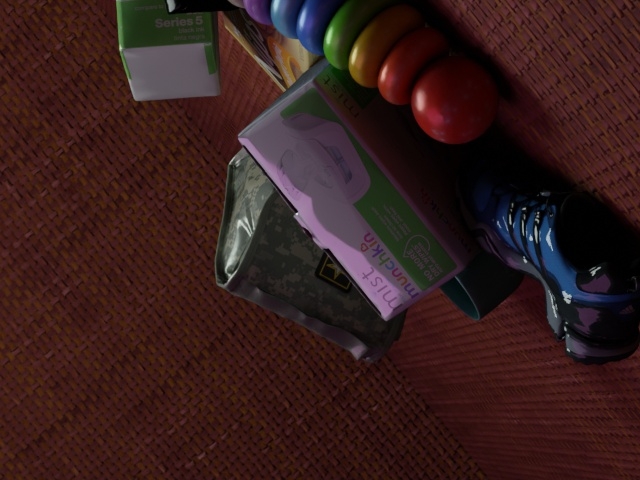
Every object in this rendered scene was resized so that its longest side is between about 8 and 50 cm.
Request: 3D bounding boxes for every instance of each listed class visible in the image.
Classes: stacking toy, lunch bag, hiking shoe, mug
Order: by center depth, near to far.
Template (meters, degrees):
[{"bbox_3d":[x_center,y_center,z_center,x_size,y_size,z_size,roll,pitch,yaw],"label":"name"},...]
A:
[{"bbox_3d":[0.247,-0.015,1.925,0.304,0.113,0.132,52,144,37],"label":"hiking shoe"},{"bbox_3d":[0.050,-0.214,1.933,0.330,0.141,0.141,43,170,20],"label":"stacking toy"},{"bbox_3d":[0.195,0.022,2.282,0.129,0.097,0.158,54,170,-22],"label":"mug"},{"bbox_3d":[0.000,0.000,2.373,0.235,0.169,0.287,28,-140,-21],"label":"lunch bag"}]

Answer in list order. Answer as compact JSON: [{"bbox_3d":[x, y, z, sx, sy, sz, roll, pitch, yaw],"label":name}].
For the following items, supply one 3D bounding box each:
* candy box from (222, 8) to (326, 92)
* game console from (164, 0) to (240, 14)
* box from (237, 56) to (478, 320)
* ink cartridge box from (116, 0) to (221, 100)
[{"bbox_3d":[-0.041,-0.276,2.257,0.183,0.087,0.316,49,172,12],"label":"candy box"},{"bbox_3d":[-0.216,-0.340,1.971,0.044,0.361,0.213,-20,83,52],"label":"game console"},{"bbox_3d":[0.062,-0.079,2.065,0.262,0.127,0.231,52,-153,-6],"label":"box"},{"bbox_3d":[-0.188,-0.331,2.273,0.198,0.114,0.273,89,177,-77],"label":"ink cartridge box"}]
